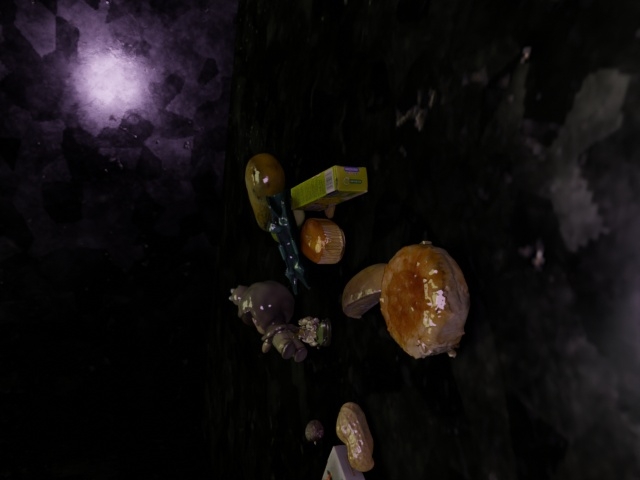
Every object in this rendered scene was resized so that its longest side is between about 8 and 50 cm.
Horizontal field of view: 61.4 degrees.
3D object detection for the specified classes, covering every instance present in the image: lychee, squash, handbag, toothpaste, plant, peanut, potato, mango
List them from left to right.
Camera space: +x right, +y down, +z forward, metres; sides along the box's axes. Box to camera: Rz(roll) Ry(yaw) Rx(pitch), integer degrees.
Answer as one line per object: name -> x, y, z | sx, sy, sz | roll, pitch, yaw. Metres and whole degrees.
mango -> -0.226, -0.204, 2.277 | 0.177, 0.175, 0.330 | -65, -26, -53
squash -> -0.133, -0.054, 2.089 | 0.187, 0.122, 0.123 | 118, 146, -56
handbag -> -0.113, 0.000, 1.861 | 0.238, 0.089, 0.327 | -103, -1, -74
plant -> -0.055, 0.321, 1.871 | 0.116, 0.121, 0.105 | -3, 97, 61
lychee -> -0.019, 0.650, 1.829 | 0.067, 0.068, 0.083 | -26, 50, 18
handbag -> 0.012, 0.303, 1.791 | 0.072, 0.047, 0.111 | -123, 38, -53
toothpaste -> 0.019, -0.157, 1.684 | 0.327, 0.110, 0.078 | -16, 78, 62
peanut -> 0.098, 0.549, 1.512 | 0.083, 0.093, 0.194 | -50, 39, 36
potato -> 0.115, 0.126, 1.481 | 0.261, 0.100, 0.121 | 130, 136, -56

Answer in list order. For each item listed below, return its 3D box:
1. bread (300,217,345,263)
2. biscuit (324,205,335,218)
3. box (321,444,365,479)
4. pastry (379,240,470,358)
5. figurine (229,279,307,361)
bread -> 0.000, 0.000, 1.767 | 0.190, 0.114, 0.132 | 37, 120, 57
biscuit -> 0.038, -0.143, 1.793 | 0.071, 0.018, 0.147 | -130, 47, -55
box -> 0.061, 0.752, 1.618 | 0.149, 0.066, 0.233 | -122, 40, -53
pastry -> 0.231, 0.128, 1.181 | 0.235, 0.120, 0.257 | -19, 69, 62
figurine -> -0.183, 0.299, 2.070 | 0.381, 0.248, 0.203 | 53, 133, 37
